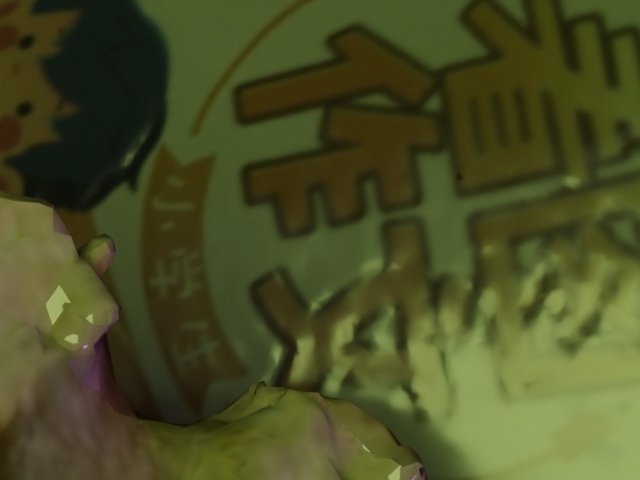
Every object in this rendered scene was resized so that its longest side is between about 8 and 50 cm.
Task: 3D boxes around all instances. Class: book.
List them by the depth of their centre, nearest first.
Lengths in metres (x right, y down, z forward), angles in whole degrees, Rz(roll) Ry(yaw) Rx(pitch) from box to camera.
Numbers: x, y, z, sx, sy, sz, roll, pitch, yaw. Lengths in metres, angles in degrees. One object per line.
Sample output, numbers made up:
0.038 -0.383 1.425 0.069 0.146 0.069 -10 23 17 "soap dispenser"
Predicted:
0.000 0.000 0.461 0.295 0.020 0.208 -14 72 15 "book"

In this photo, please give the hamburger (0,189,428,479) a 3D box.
-0.188 0.193 0.323 0.268 0.287 0.445 37 60 -2 "hamburger"
